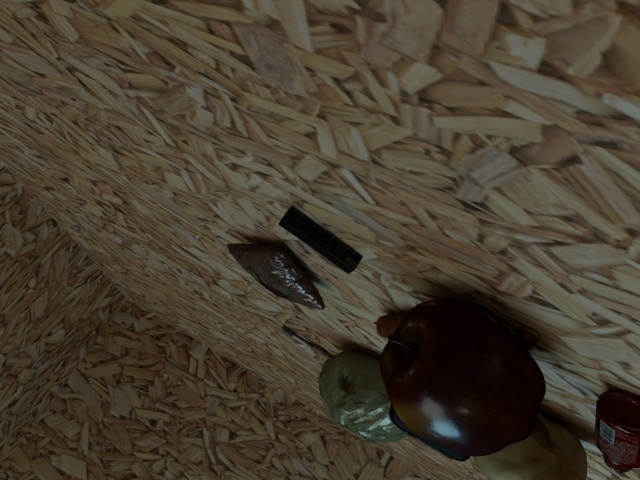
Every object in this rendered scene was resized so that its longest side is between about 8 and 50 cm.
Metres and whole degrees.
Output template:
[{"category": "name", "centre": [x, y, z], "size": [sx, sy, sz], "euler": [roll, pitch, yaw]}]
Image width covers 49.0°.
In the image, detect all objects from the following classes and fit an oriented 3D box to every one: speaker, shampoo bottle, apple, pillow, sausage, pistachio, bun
[{"category": "speaker", "centre": [0.000, 0.000, 1.528], "size": [0.191, 0.040, 0.046], "euler": [36, 159, -6]}, {"category": "shampoo bottle", "centre": [0.629, 0.407, 1.456], "size": [0.118, 0.076, 0.314], "euler": [20, 157, 30]}, {"category": "apple", "centre": [0.276, 0.271, 1.396], "size": [0.317, 0.288, 0.288], "euler": [36, 160, -13]}, {"category": "pillow", "centre": [-0.115, 0.088, 1.848], "size": [0.223, 0.084, 0.236], "euler": [9, 147, 52]}, {"category": "sausage", "centre": [0.187, 0.207, 1.688], "size": [0.065, 0.065, 0.169], "euler": [38, 159, -14]}, {"category": "pistachio", "centre": [0.504, 0.529, 1.725], "size": [0.321, 0.229, 0.238], "euler": [31, 128, 52]}, {"category": "bun", "centre": [0.148, 0.501, 2.195], "size": [0.362, 0.234, 0.326], "euler": [13, 156, 40]}]

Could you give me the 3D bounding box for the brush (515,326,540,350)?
[{"category": "brush", "centre": [0.413, 0.231, 1.473], "size": [0.103, 0.013, 0.272], "euler": [28, 159, 14]}]

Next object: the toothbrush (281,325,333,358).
[{"category": "toothbrush", "centre": [-0.001, 0.388, 2.464], "size": [0.321, 0.023, 0.031], "euler": [30, 167, 12]}]

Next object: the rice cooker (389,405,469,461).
[{"category": "rice cooker", "centre": [0.304, 0.380, 1.681], "size": [0.267, 0.224, 0.267], "euler": [27, 158, 12]}]
